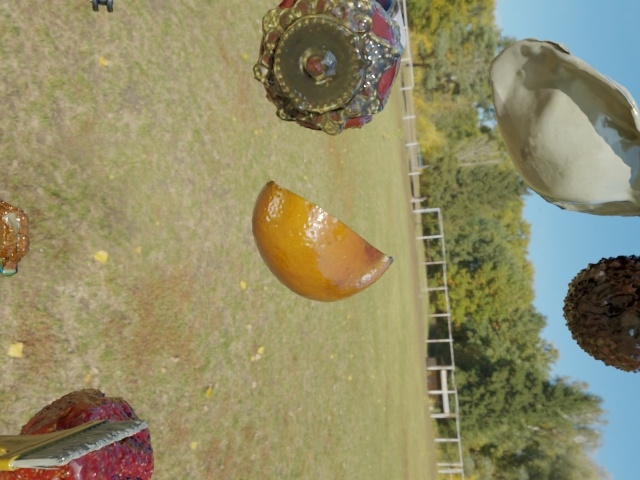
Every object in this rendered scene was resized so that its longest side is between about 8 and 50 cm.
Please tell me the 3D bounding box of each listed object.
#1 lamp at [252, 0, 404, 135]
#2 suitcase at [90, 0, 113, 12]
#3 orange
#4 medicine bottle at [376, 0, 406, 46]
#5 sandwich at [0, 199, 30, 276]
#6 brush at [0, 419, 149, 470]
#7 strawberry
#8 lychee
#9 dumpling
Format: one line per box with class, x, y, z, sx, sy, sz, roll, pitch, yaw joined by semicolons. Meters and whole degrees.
lamp;0.019;-0.233;0.589;0.274;0.177;0.177;-66;149;-62
suitcase;-0.438;-0.543;0.598;0.194;0.283;0.433;-22;-101;65
orange;0.002;0.003;0.961;0.310;0.274;0.274;-7;92;-41
medicine bottle;0.087;-0.608;1.062;0.395;0.243;0.242;49;37;-54
sandwich;-0.906;-0.013;1.285;0.079;0.159;0.235;-13;103;-69
brush;-0.305;0.193;0.435;0.103;0.272;0.013;12;70;-70
strawberry;-0.411;0.372;0.784;0.238;0.250;0.288;-74;177;-47
lychee;0.460;0.105;0.667;0.188;0.188;0.188;-5;90;-77
dumpling;0.429;-0.173;0.748;0.260;0.181;0.341;-154;-133;-69
